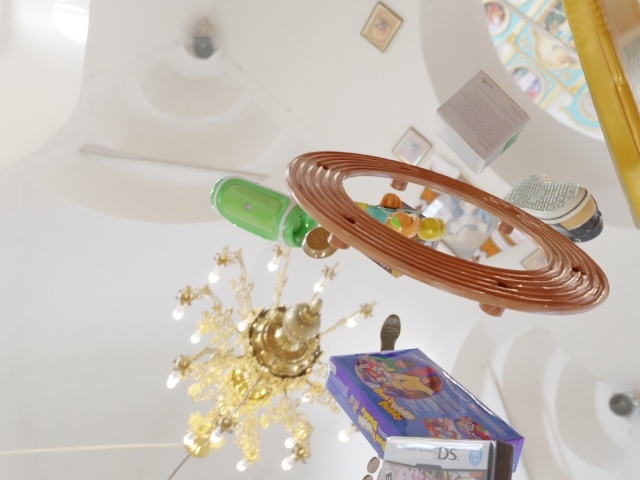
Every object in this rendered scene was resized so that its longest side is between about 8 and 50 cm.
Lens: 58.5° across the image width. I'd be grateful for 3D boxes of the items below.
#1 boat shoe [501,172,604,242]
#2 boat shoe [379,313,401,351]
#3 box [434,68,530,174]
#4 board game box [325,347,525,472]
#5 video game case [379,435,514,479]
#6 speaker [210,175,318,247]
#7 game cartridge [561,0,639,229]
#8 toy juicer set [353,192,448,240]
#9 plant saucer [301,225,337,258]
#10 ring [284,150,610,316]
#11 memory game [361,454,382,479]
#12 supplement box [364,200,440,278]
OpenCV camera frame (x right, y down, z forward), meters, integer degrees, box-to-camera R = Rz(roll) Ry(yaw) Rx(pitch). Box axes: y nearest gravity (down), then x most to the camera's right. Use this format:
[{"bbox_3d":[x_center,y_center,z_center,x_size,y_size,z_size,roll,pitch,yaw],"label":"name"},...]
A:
[{"bbox_3d":[0.686,-0.094,1.739,0.156,0.187,0.500,45,-176,-10],"label":"boat shoe"},{"bbox_3d":[0.189,0.260,1.567,0.056,0.153,0.048,3,-153,3],"label":"boat shoe"},{"bbox_3d":[0.226,-0.165,0.817,0.087,0.101,0.102,-41,-100,4],"label":"box"},{"bbox_3d":[0.188,0.335,1.132,0.233,0.078,0.347,0,-162,-25],"label":"board game box"},{"bbox_3d":[0.151,0.414,0.786,0.035,0.248,0.275,24,-116,-22],"label":"video game case"},{"bbox_3d":[-0.152,-0.079,1.498,0.296,0.131,0.131,23,-140,33],"label":"speaker"},{"bbox_3d":[0.443,-0.213,0.805,0.285,0.052,0.324,-33,-75,-47],"label":"game cartridge"},{"bbox_3d":[0.186,-0.056,1.266,0.209,0.090,0.329,10,-174,28],"label":"toy juicer set"},{"bbox_3d":[0.000,0.000,1.204,0.083,0.015,0.084,-5,-124,7],"label":"plant saucer"},{"bbox_3d":[0.123,-0.015,0.588,0.336,0.032,0.337,16,-157,-7],"label":"ring"},{"bbox_3d":[0.147,0.513,1.251,0.186,0.186,0.012,-24,-152,-38],"label":"memory game"},{"bbox_3d":[0.235,-0.011,1.751,0.191,0.129,0.194,-19,-135,-42],"label":"supplement box"}]
